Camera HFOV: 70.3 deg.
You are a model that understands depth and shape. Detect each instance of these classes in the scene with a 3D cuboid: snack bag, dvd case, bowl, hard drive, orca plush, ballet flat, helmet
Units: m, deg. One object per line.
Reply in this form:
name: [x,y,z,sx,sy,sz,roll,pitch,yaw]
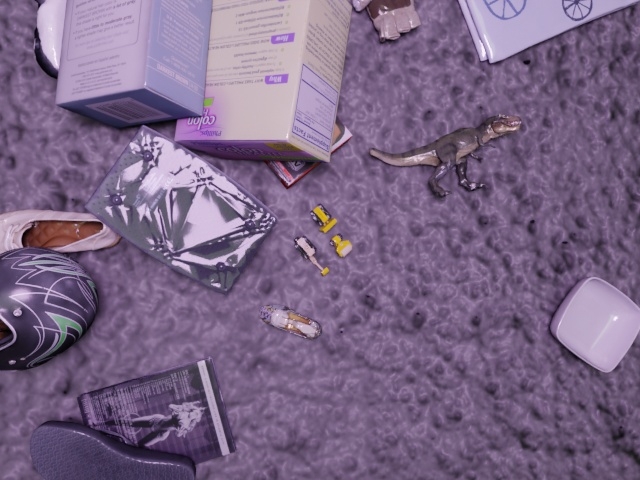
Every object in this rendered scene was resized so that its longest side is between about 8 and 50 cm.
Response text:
snack bag: [0.391,-0.531,0.832,0.342,0.037,0.323,-24,93,-6]
dvd case: [-0.268,0.303,0.753,0.221,0.018,0.165,-15,91,-6]
bowl: [0.497,0.149,0.833,0.142,0.053,0.142,36,86,-6]
hard drive: [-0.216,-0.045,0.734,0.254,0.054,0.172,34,86,-12]
orca plush: [-0.400,-0.381,0.701,0.102,0.151,0.287,2,93,24]
ballet flat: [-0.049,0.138,0.771,0.114,0.041,0.041,21,87,-6]
helmet: [-0.413,0.089,0.657,0.169,0.169,0.161,38,107,-5]

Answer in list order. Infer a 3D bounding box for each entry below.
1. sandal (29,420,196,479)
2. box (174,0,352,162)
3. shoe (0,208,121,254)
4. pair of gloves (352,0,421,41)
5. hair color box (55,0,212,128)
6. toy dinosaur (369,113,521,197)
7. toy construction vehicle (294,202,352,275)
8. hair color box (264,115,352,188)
sandal: [-0.324,0.350,0.717,0.254,0.054,0.097,26,94,-15]
box: [-0.085,-0.249,0.679,0.213,0.117,0.243,7,87,30]
shoe: [-0.433,-0.014,0.713,0.219,0.058,0.077,-4,90,-7]
pair of gloves: [0.046,-0.424,0.783,0.240,0.042,0.204,-22,87,-13]
hair color box: [-0.259,-0.368,0.658,0.185,0.113,0.375,1,85,27]
toy dinosaur: [0.228,-0.139,0.800,0.268,0.064,0.118,-16,85,-5]
toy construction vehicle: [0.000,0.000,0.785,0.098,0.035,0.086,47,74,-7]
hair color box: [-0.023,-0.159,0.774,0.141,0.043,0.072,-40,94,-6]
